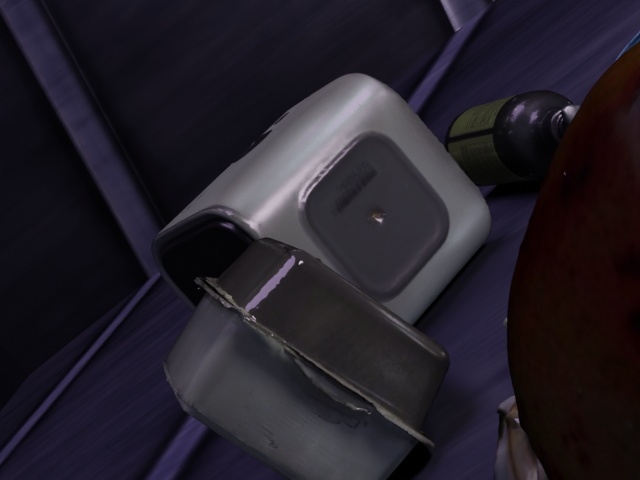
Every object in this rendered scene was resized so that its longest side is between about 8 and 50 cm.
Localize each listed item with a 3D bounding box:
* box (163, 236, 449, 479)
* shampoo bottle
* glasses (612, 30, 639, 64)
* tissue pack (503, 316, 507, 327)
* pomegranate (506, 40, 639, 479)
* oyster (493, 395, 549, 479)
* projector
[{"bbox_3d":[-0.018,0.110,1.223,0.166,0.220,0.290,-56,11,-3],"label":"box"},{"bbox_3d":[0.235,-0.118,1.581,0.101,0.101,0.284,-43,10,-12],"label":"shampoo bottle"},{"bbox_3d":[0.395,-0.206,1.556,0.220,0.088,0.189,-59,2,27],"label":"glasses"},{"bbox_3d":[0.191,0.063,1.125,0.062,0.042,0.083,-44,10,-4],"label":"tissue pack"},{"bbox_3d":[0.237,0.035,0.588,0.291,0.290,0.323,-36,-30,25],"label":"pomegranate"},{"bbox_3d":[0.200,0.070,0.826,0.351,0.115,0.238,-36,-21,-42],"label":"oyster"},{"bbox_3d":[0.000,0.000,1.524,0.249,0.248,0.248,-47,12,-29],"label":"projector"}]
